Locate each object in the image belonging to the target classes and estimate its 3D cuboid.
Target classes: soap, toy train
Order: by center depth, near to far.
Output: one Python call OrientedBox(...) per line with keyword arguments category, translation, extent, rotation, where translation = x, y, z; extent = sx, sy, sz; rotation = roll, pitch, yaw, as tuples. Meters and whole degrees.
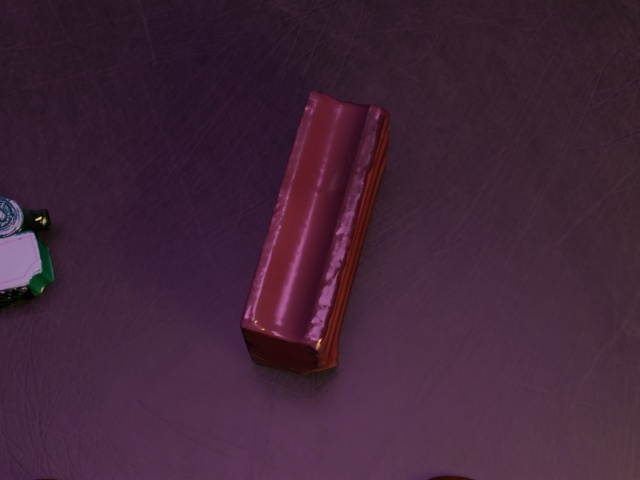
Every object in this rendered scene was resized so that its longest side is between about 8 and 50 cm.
OrientedBox(category="soap", translation=(0.000, 0.000, 1.780), extent=(0.128, 0.233, 0.359), rotation=(14, 72, 7))
OrientedBox(category="toy train", translation=(-0.485, 0.021, 1.849), extent=(0.198, 0.107, 0.154), rotation=(-14, 79, -4))

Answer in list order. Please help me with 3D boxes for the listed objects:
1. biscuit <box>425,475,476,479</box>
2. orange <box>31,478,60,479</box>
OrientedBox(category="biscuit", translation=(0.181, 0.428, 1.734), extent=(0.212, 0.036, 0.212), rotation=(0, 71, 0))
OrientedBox(category="orange", translation=(-0.369, 0.398, 1.694), extent=(0.156, 0.156, 0.124), rotation=(45, 116, 14))
